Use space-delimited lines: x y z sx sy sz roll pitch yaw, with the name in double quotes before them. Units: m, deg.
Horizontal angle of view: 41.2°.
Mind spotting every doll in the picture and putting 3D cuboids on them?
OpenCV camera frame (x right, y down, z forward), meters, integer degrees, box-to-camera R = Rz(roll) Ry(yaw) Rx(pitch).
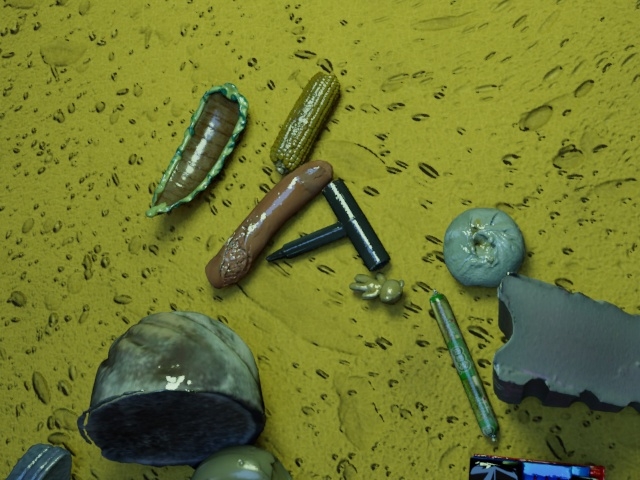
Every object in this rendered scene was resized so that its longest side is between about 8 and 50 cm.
"doll" 0.098 0.078 1.463 0.093 0.051 0.061 27 59 16

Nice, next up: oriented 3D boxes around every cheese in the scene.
"cheese" -0.136 0.424 1.414 0.203 0.091 0.175 -29 110 26

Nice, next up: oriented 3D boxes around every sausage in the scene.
"sausage" -0.095 -0.033 1.527 0.078 0.078 0.304 42 91 19
"sausage" 0.237 0.203 1.408 0.033 0.033 0.269 -23 73 10

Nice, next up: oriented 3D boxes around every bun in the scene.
"bun" 0.269 0.009 1.412 0.141 0.083 0.140 -4 77 18

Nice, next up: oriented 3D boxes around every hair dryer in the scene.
"hair dryer" 0.003 0.015 1.508 0.195 0.050 0.173 -35 71 11

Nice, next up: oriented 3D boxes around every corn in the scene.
"corn" -0.029 -0.214 1.548 0.068 0.068 0.207 26 87 19

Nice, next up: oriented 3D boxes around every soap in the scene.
"soap" 0.384 0.161 1.243 0.258 0.302 0.158 5 76 14

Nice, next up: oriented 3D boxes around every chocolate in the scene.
"chocolate" -0.242 0.230 1.428 0.303 0.303 0.212 -13 52 13

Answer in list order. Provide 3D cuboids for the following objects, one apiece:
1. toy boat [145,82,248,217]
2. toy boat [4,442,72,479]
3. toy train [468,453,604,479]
"toy boat" -0.227 -0.153 1.578 0.109 0.099 0.292 27 80 18
"toy boat" -0.528 0.490 1.512 0.078 0.127 0.282 24 88 25
"toy train" 0.326 0.376 1.296 0.204 0.131 0.082 2 79 16
